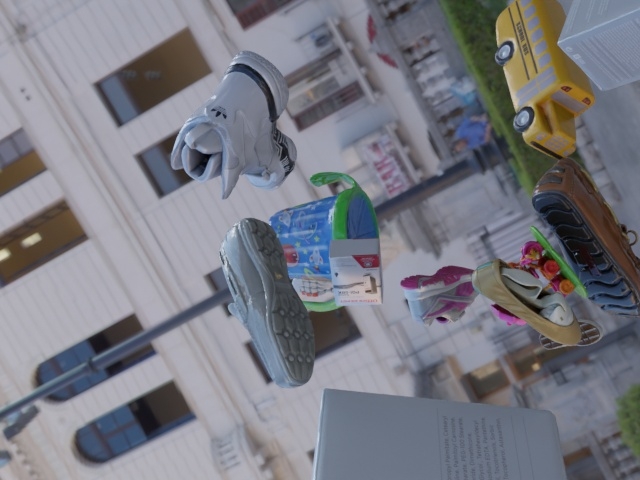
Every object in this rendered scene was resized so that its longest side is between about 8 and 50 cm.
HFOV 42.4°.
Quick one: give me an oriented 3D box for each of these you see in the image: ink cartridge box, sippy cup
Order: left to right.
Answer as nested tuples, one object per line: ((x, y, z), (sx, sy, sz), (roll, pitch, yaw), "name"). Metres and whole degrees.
((0.000, 0.000, 1.969), (0.305, 0.224, 0.240), (-62, -39, -52), "sippy cup")
((0.073, 0.065, 1.645), (0.056, 0.099, 0.135), (-84, -12, -50), "ink cartridge box")

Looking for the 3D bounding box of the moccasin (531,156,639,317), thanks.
((0.552, 0.002, 1.642), (0.380, 0.139, 0.147), (50, -122, -16), "moccasin")

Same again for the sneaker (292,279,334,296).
((-0.001, 0.120, 2.294), (0.065, 0.158, 0.061), (-108, 23, -71), "sneaker")

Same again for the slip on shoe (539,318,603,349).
((0.469, 0.172, 1.530), (0.041, 0.135, 0.051), (-19, -97, -37), "slip on shoe")

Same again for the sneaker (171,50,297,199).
((-0.155, -0.155, 1.474), (0.137, 0.210, 0.366), (32, 157, 15), "sneaker")

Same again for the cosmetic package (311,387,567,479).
((0.173, 0.480, 1.338), (0.327, 0.394, 0.329), (-83, -1, -51), "cosmetic package")

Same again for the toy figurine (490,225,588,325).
((0.392, 0.086, 1.577), (0.173, 0.159, 0.130), (52, -176, -8), "toy figurine")

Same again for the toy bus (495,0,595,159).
((0.433, -0.322, 1.598), (0.108, 0.130, 0.332), (21, -132, -33), "toy bus")

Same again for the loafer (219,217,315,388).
((-0.096, 0.112, 1.403), (0.112, 0.111, 0.319), (18, -136, -45), "loafer")

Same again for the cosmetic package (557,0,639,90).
((0.391, -0.267, 0.898), (0.107, 0.127, 0.238), (37, 157, -26), "cosmetic package")

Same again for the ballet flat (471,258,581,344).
((0.361, 0.103, 1.380), (0.232, 0.073, 0.080), (28, -133, -14), "ballet flat")

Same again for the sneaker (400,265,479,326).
((0.282, 0.123, 1.819), (0.103, 0.252, 0.111), (14, 110, 57), "sneaker")
